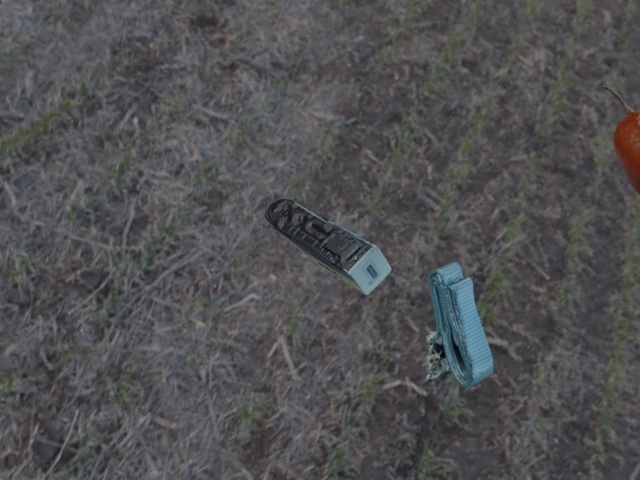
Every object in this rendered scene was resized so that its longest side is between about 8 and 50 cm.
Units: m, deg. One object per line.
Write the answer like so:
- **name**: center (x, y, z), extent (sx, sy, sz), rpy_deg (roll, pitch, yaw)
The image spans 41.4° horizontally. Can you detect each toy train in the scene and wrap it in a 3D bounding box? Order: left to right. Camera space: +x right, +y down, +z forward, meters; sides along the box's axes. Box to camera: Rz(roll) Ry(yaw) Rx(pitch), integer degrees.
- **toy train**: center (0.000, 0.000, 1.090), extent (0.052, 0.051, 0.234), rpy_deg (-44, 35, -11)

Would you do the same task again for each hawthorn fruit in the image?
- **hawthorn fruit**: center (0.539, -0.164, 1.369), extent (0.162, 0.163, 0.204), rpy_deg (-6, 53, -31)

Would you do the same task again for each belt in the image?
- **belt**: center (0.188, 0.119, 1.217), extent (0.065, 0.100, 0.179), rpy_deg (-20, 103, -32)
